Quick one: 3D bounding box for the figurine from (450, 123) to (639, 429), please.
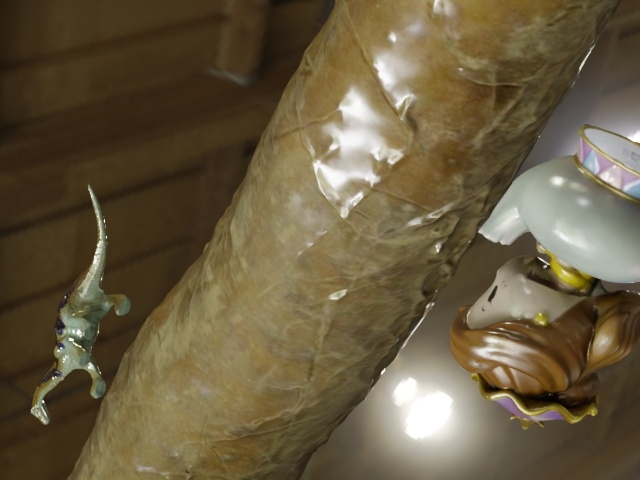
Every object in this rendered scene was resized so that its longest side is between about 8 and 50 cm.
[{"bbox_3d":[0.208,0.040,1.389,0.263,0.189,0.142,-65,-10,19],"label":"figurine"}]

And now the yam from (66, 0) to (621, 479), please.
[{"bbox_3d":[0.000,0.000,0.486,0.081,0.081,0.356,-27,-24,-42],"label":"yam"}]

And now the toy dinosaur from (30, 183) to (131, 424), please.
[{"bbox_3d":[-0.152,0.054,1.057,0.037,0.058,0.180,-4,-57,-54],"label":"toy dinosaur"}]
